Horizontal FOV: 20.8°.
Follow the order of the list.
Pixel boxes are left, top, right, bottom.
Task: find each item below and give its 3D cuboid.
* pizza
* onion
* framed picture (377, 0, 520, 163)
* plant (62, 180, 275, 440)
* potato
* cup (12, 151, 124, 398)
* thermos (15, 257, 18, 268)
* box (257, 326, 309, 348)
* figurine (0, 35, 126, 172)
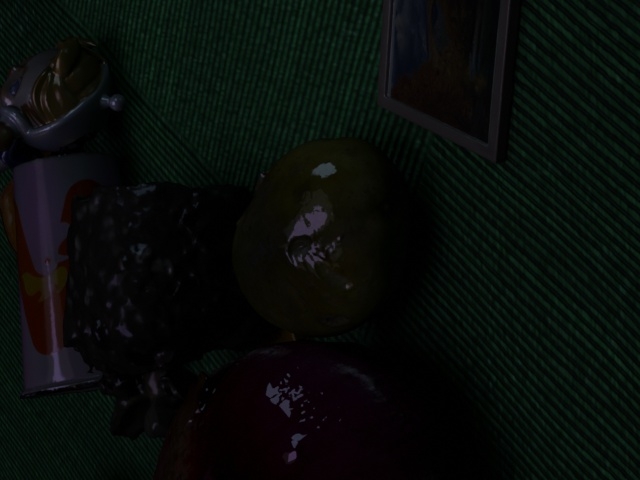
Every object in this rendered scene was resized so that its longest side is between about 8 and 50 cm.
[{"bbox_3d":[-0.359,-0.058,2.311,0.193,0.053,0.201,-63,36,24],"label":"pizza"},{"bbox_3d":[-0.044,0.276,1.691,0.348,0.385,0.347,13,112,36],"label":"onion"},{"bbox_3d":[0.118,-0.215,1.600,0.184,0.016,0.250,32,127,46],"label":"framed picture"},{"bbox_3d":[-0.172,0.094,1.929,0.215,0.213,0.312,-5,82,59],"label":"plant"},{"bbox_3d":[-0.001,-0.002,1.739,0.228,0.148,0.197,-4,84,59],"label":"potato"},{"bbox_3d":[-0.301,0.043,2.179,0.203,0.203,0.288,-19,78,57],"label":"cup"},{"bbox_3d":[-0.356,0.063,2.368,0.073,0.083,0.187,-46,60,28],"label":"thermos"},{"bbox_3d":[-0.030,0.156,1.947,0.089,0.022,0.156,-28,78,59],"label":"box"},{"bbox_3d":[-0.364,-0.149,2.201,0.133,0.194,0.274,44,118,-14],"label":"figurine"}]
